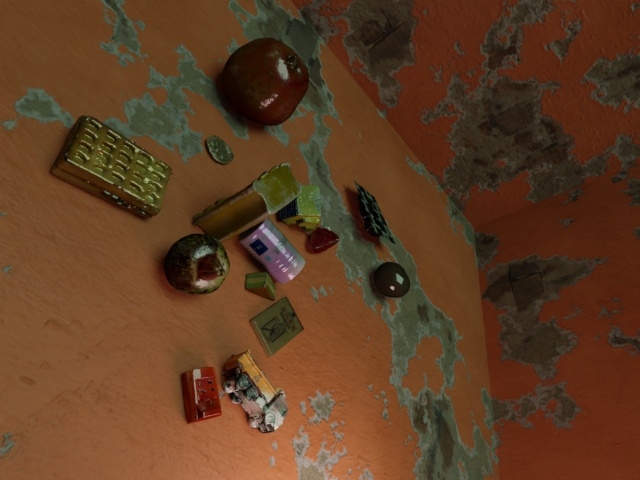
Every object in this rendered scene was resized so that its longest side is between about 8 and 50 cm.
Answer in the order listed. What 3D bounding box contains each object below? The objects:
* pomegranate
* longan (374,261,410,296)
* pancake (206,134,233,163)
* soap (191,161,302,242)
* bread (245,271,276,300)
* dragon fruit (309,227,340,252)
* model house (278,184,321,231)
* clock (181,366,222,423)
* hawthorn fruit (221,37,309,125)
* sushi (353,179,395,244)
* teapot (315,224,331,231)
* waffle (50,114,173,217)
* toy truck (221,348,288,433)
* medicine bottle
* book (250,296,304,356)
[{"bbox_3d":[-0.386,0.085,1.411,0.214,0.248,0.214,-9,103,-39],"label":"pomegranate"},{"bbox_3d":[0.390,0.219,2.385,0.198,0.198,0.212,0,58,-52],"label":"longan"},{"bbox_3d":[-0.430,-0.386,1.846,0.140,0.022,0.139,31,46,-39],"label":"pancake"},{"bbox_3d":[-0.270,-0.138,1.636,0.156,0.335,0.293,59,31,-9],"label":"soap"},{"bbox_3d":[-0.236,0.189,1.738,0.139,0.084,0.074,69,17,-57],"label":"bread"},{"bbox_3d":[0.000,0.000,2.106,0.162,0.083,0.106,-23,64,-23],"label":"dragon fruit"},{"bbox_3d":[-0.118,-0.154,2.037,0.212,0.170,0.193,5,69,-20],"label":"model house"},{"bbox_3d":[-0.363,0.475,1.348,0.113,0.061,0.154,8,60,-49],"label":"clock"},{"bbox_3d":[-0.240,-0.748,2.015,0.403,0.403,0.402,31,46,-38],"label":"hawthorn fruit"},{"bbox_3d":[0.279,-0.140,2.564,0.296,0.100,0.372,26,38,-53],"label":"sushi"},{"bbox_3d":[0.016,-0.038,2.166,0.064,0.064,0.083,-8,62,-46],"label":"teapot"},{"bbox_3d":[-0.653,-0.228,1.395,0.328,0.098,0.224,34,46,-39],"label":"waffle"},{"bbox_3d":[-0.222,0.511,1.467,0.270,0.114,0.135,57,40,-6],"label":"toy truck"},{"bbox_3d":[-0.195,0.040,1.765,0.254,0.152,0.152,49,37,-20],"label":"medicine bottle"},{"bbox_3d":[-0.167,0.338,1.719,0.231,0.026,0.161,-30,93,-56],"label":"book"}]
